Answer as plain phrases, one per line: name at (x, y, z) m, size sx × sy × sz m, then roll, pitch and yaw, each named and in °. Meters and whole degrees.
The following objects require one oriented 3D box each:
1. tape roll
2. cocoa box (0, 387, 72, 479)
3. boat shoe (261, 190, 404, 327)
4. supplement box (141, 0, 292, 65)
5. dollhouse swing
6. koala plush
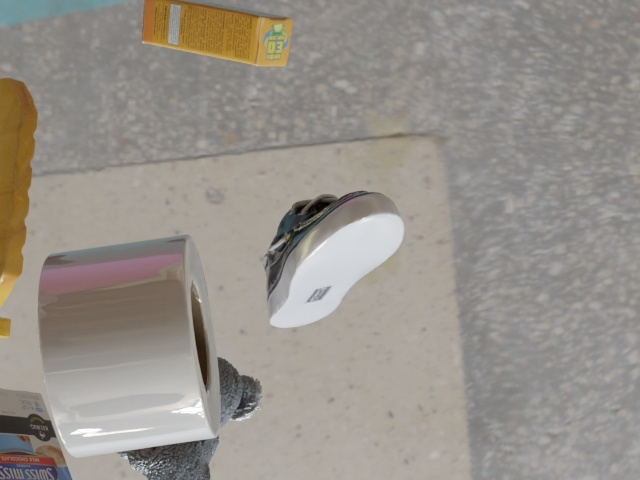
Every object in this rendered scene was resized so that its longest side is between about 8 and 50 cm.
tape roll at (-0.220, 0.124, 1.404) m, size 0.169 × 0.246 × 0.246 m, roll -8°, pitch 90°, yaw 0°
cocoa box at (-0.639, 0.440, 2.065) m, size 0.347 × 0.231 × 0.228 m, roll -38°, pitch 62°, yaw 18°
boat shoe at (0.000, 0.000, 1.263) m, size 0.301 × 0.108 × 0.102 m, roll 123°, pitch 134°, yaw -64°
supplement box at (-0.156, -0.312, 1.767) m, size 0.233 × 0.078 × 0.080 m, roll 15°, pitch 106°, yaw 35°
dollhouse swing at (-0.443, -0.042, 1.667) m, size 0.305 × 0.315 × 0.346 m, roll 0°, pitch 81°, yaw 25°
koala plush at (-0.202, 0.274, 1.861) m, size 0.221 × 0.196 × 0.203 m, roll -48°, pitch 39°, yaw -5°
